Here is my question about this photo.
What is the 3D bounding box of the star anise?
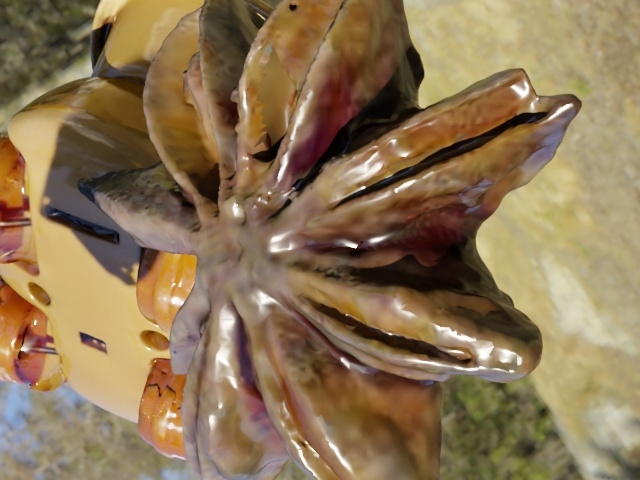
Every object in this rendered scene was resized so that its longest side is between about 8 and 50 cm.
[{"bbox_3d":[-0.012,0.008,0.680,0.108,0.315,0.315,-8,-125,-47],"label":"star anise"}]

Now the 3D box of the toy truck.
[{"bbox_3d":[-0.109,-0.008,0.905,0.204,0.211,0.288,20,140,18],"label":"toy truck"}]
